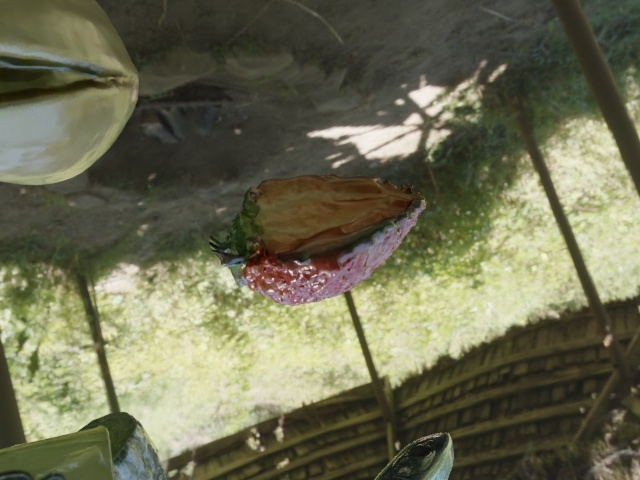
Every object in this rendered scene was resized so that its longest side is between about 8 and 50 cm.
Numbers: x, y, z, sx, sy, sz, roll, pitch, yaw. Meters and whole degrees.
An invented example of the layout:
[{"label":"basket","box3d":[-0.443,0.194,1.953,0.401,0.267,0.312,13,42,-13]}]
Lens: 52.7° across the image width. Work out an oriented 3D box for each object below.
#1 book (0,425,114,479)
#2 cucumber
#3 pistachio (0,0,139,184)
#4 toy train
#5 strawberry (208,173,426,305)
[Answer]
[{"label":"book","box3d":[-0.179,0.185,0.279,0.192,0.167,0.013,-4,173,-38]},{"label":"cucumber","box3d":[-0.132,0.175,0.444,0.064,0.111,0.064,-9,-162,3]},{"label":"pistachio","box3d":[-0.182,-0.093,0.372,0.136,0.135,0.226,-19,-171,9]},{"label":"toy train","box3d":[0.066,0.236,0.586,0.055,0.048,0.252,-7,-164,34]},{"label":"strawberry","box3d":[-0.004,0.000,0.577,0.140,0.085,0.192,22,-141,28]}]
